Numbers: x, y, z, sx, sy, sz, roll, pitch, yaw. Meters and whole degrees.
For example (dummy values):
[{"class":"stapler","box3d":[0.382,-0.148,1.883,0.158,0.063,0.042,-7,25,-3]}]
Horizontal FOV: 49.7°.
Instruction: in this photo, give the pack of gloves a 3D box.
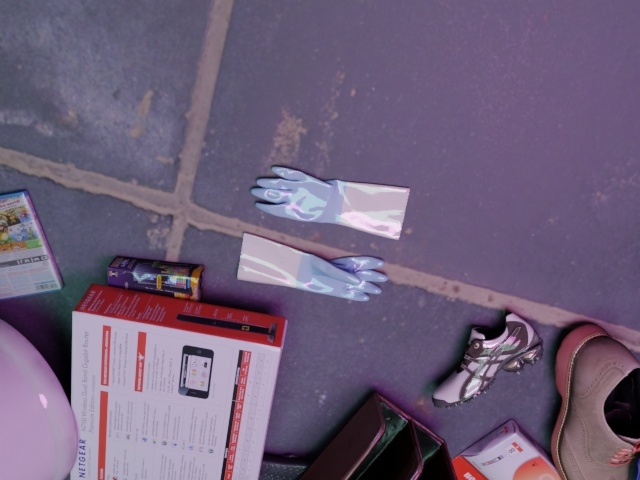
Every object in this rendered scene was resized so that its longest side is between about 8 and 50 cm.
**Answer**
[{"class":"pack of gloves","box3d":[0.000,0.000,1.018,0.231,0.046,0.195,10,115,-2]}]

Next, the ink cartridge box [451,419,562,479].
[{"class":"ink cartridge box","box3d":[0.305,0.406,1.184,0.179,0.045,0.145,-42,105,16]}]

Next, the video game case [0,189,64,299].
[{"class":"video game case","box3d":[-0.479,0.010,1.064,0.119,0.015,0.166,-9,113,8]}]

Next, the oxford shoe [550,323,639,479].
[{"class":"oxford shoe","box3d":[0.441,0.307,1.070,0.122,0.130,0.349,-21,114,-13]}]

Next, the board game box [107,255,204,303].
[{"class":"board game box","box3d":[-0.256,0.115,1.081,0.140,0.048,0.170,5,114,0]}]

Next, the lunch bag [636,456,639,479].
[{"class":"lunch bag","box3d":[0.677,0.399,1.034,0.327,0.239,0.386,-27,108,-4]}]

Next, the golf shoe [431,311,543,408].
[{"class":"golf shoe","box3d":[0.245,0.185,1.080,0.198,0.077,0.094,-36,93,13]}]

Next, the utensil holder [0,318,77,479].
[{"class":"utensil holder","box3d":[-0.599,0.319,0.954,0.327,0.385,0.328,10,113,25]}]

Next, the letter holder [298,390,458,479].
[{"class":"letter holder","box3d":[0.057,0.426,1.058,0.152,0.214,0.302,37,101,-9]}]

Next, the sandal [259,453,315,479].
[{"class":"sandal","box3d":[-0.051,0.410,1.206,0.254,0.054,0.097,15,107,6]}]

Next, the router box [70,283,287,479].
[{"class":"router box","box3d":[-0.225,0.250,1.071,0.300,0.082,0.336,11,117,-2]}]
